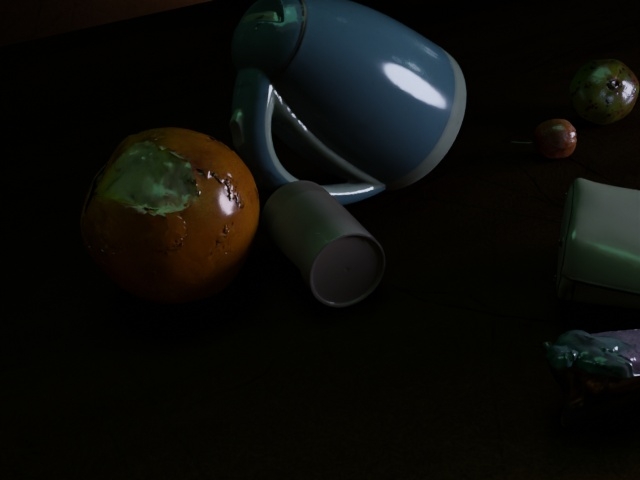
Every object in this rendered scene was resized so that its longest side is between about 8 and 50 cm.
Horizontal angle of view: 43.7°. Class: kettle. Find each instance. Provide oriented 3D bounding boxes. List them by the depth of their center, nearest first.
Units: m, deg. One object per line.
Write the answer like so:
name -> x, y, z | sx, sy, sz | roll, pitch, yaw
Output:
kettle -> 0.010, -0.203, 1.173 | 0.342, 0.319, 0.247 | 19, -10, -42

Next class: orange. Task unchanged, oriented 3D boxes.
orange -> -0.197, -0.034, 1.055 | 0.240, 0.240, 0.240 | -7, 30, 4

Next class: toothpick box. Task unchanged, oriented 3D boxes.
toothpick box -> 0.000, 0.000, 1.066 | 0.111, 0.111, 0.180 | -19, 32, -16

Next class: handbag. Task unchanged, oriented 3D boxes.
handbag -> 0.441, 0.009, 0.930 | 0.316, 0.109, 0.241 | 5, 32, 18

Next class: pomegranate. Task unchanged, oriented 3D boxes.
pomegranate -> 0.484, -0.253, 1.382 | 0.115, 0.114, 0.142 | -10, 0, -1

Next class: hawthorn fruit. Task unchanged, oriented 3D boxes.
hawthorn fruit -> 0.363, -0.160, 1.292 | 0.103, 0.066, 0.066 | -13, 27, 19

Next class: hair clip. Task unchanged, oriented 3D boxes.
hair clip -> 0.393, 0.120, 0.785 | 0.359, 0.110, 0.095 | -6, 70, -1
